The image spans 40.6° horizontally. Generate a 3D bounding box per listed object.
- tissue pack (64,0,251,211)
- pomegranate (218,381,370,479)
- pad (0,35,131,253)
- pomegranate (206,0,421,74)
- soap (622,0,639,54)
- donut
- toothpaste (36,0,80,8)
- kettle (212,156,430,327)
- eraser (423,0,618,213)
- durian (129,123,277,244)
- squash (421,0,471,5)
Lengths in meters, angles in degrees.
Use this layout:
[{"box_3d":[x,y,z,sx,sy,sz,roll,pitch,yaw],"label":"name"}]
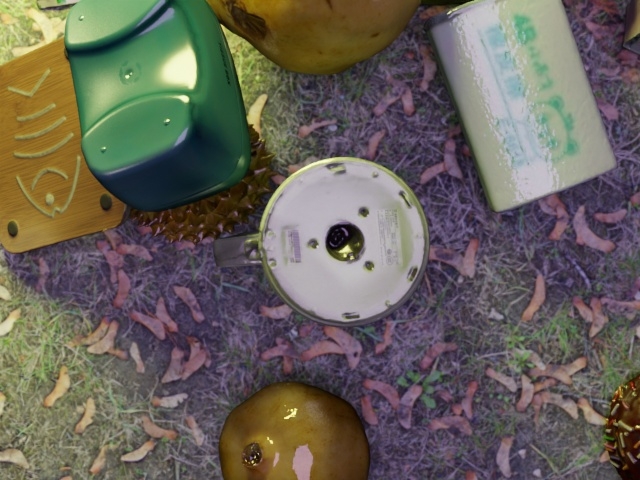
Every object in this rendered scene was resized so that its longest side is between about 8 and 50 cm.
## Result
[{"box_3d":[-0.202,-0.183,1.130,0.198,0.206,0.287,-21,68,14],"label":"tissue pack"},{"box_3d":[-0.037,0.315,1.260,0.233,0.233,0.233,0,93,3],"label":"pomegranate"},{"box_3d":[-0.404,-0.136,1.274,0.287,0.018,0.284,-13,90,33],"label":"pad"},{"box_3d":[-0.009,-0.390,1.158,0.333,0.332,0.332,0,93,3],"label":"pomegranate"},{"box_3d":[0.674,-0.344,1.213,0.446,0.156,0.261,4,94,2],"label":"soap"},{"box_3d":[0.546,0.299,1.291,0.235,0.089,0.235,0,95,2],"label":"donut"},{"box_3d":[-0.425,-0.506,1.308,0.075,0.048,0.301,-15,100,-24],"label":"toothpaste"},{"box_3d":[0.012,0.011,1.182,0.265,0.318,0.205,-37,92,5],"label":"kettle"},{"box_3d":[0.281,-0.204,1.222,0.189,0.104,0.290,-22,95,-3],"label":"eraser"},{"box_3d":[-0.192,-0.074,1.296,0.261,0.153,0.186,-29,116,11],"label":"durian"},{"box_3d":[0.219,-0.379,1.246,0.252,0.066,0.066,-4,94,34],"label":"squash"}]
